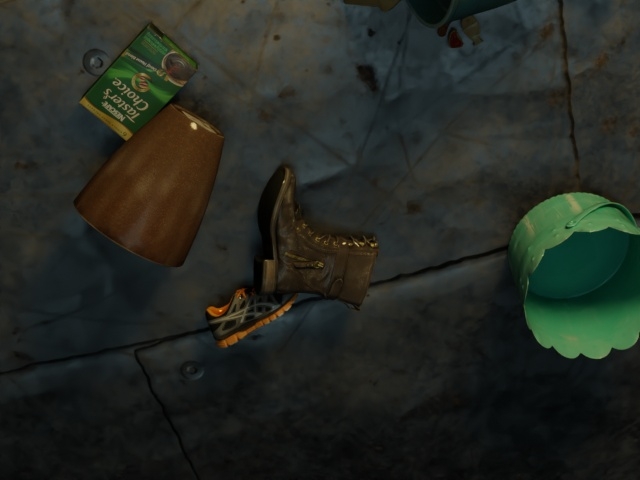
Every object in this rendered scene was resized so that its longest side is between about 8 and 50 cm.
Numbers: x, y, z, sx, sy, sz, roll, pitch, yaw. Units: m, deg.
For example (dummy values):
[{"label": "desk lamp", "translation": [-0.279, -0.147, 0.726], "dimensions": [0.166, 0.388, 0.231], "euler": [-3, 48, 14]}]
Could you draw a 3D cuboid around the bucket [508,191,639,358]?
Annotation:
[{"label": "bucket", "translation": [0.483, 0.056, 1.681], "dimensions": [0.281, 0.183, 0.281], "euler": [-1, 120, -2]}]

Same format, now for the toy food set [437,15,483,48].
[{"label": "toy food set", "translation": [0.219, -0.372, 1.525], "dimensions": [0.078, 0.019, 0.122], "euler": [-20, 126, 9]}]

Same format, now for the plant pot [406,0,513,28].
[{"label": "plant pot", "translation": [0.262, -0.470, 1.344], "dimensions": [0.255, 0.271, 0.271], "euler": [-13, 120, -11]}]

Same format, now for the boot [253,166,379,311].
[{"label": "boot", "translation": [0.000, 0.000, 1.690], "dimensions": [0.229, 0.091, 0.263], "euler": [4, 105, -20]}]

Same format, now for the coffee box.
[{"label": "coffee box", "translation": [-0.307, -0.264, 1.546], "dimensions": [0.184, 0.040, 0.113], "euler": [-41, 113, 18]}]

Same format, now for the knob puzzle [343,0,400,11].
[{"label": "knob puzzle", "translation": [0.086, -0.446, 1.401], "dimensions": [0.030, 0.213, 0.213], "euler": [-34, 123, -27]}]

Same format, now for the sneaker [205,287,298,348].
[{"label": "sneaker", "translation": [-0.128, 0.123, 1.753], "dimensions": [0.215, 0.084, 0.083], "euler": [-33, 97, 8]}]

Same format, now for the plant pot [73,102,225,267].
[{"label": "plant pot", "translation": [-0.267, -0.109, 1.561], "dimensions": [0.215, 0.215, 0.230], "euler": [31, 98, -18]}]
